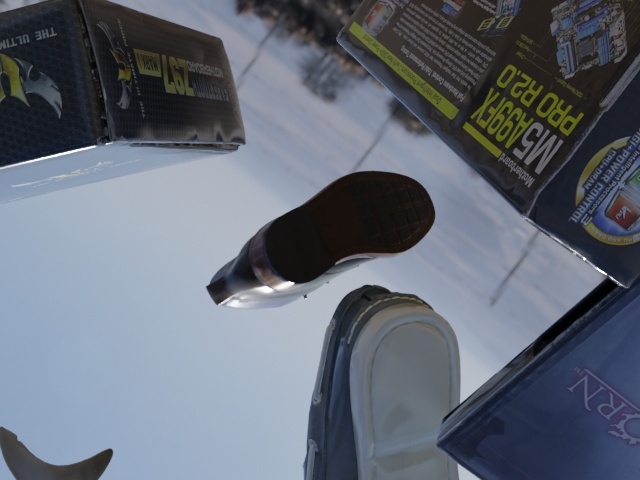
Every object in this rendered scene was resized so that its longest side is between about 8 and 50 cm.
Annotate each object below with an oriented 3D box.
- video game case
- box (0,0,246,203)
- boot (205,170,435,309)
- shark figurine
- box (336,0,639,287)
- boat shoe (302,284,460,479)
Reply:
[{"bbox_3d":[0.207,0.068,0.561,0.196,0.274,0.026,37,-144,-7],"label":"video game case"},{"bbox_3d":[-0.166,-0.040,0.550,0.183,0.232,0.059,-14,-88,-79],"label":"box"},{"bbox_3d":[0.000,0.000,1.134,0.219,0.106,0.082,-18,-97,-44],"label":"boot"},{"bbox_3d":[-0.221,0.300,1.132,0.116,0.166,0.278,2,136,25],"label":"shark figurine"},{"bbox_3d":[0.123,-0.128,0.582,0.060,0.216,0.270,31,-169,-24],"label":"box"},{"bbox_3d":[0.041,0.186,1.017,0.116,0.319,0.099,-5,-159,-23],"label":"boat shoe"}]
